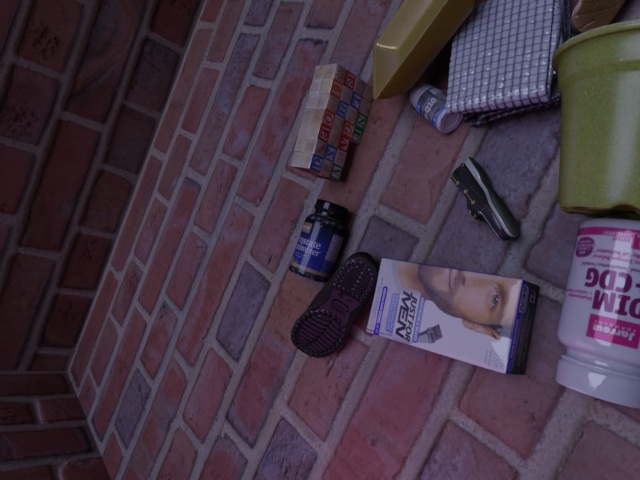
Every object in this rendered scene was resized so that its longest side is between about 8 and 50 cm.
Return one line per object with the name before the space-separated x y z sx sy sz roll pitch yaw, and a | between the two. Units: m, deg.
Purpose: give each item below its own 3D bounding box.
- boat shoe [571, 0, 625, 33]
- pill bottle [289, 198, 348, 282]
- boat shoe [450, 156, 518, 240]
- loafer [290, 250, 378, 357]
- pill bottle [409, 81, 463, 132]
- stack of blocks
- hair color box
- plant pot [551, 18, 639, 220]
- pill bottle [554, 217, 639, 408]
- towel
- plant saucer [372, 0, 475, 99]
boat shoe | 0.592 -0.541 0.887 0.098 0.096 0.277 35 115 -1
pill bottle | 0.000 0.000 1.292 0.122 0.122 0.219 19 90 45
boat shoe | 0.358 -0.083 1.006 0.068 0.081 0.228 -41 46 32
loafer | 0.050 0.173 1.219 0.133 0.130 0.366 38 119 1
pill bottle | 0.288 -0.336 1.141 0.078 0.078 0.137 -51 49 21
stack of blocks | 0.037 -0.330 1.317 0.087 0.171 0.297 16 90 45
hair color box | 0.275 0.153 0.997 0.338 0.110 0.185 7 83 43
plant pot | 0.492 -0.161 0.714 0.276 0.276 0.254 12 95 45
pill bottle | 0.492 0.116 0.757 0.160 0.160 0.283 10 86 45
towel | 0.420 -0.404 1.009 0.235 0.121 0.284 -1 76 42
plant saucer | 0.256 -0.538 1.134 0.333 0.080 0.333 -50 23 40
